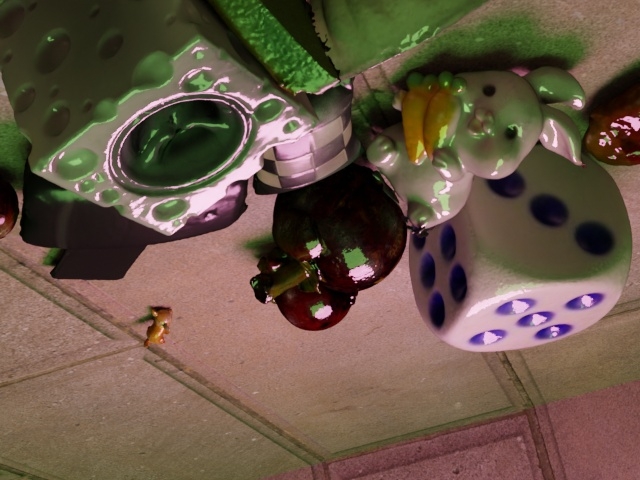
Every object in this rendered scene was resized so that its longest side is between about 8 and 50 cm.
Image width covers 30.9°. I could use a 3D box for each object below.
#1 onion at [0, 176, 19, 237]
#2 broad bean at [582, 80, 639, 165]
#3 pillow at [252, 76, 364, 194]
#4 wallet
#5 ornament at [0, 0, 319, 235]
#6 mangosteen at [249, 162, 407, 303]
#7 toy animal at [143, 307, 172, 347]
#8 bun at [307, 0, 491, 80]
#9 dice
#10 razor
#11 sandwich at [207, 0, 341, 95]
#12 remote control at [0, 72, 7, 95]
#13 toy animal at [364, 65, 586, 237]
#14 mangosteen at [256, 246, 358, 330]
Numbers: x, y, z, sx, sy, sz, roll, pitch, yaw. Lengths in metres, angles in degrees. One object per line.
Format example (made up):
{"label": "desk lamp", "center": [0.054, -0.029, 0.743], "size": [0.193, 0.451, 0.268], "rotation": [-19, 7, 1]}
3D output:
{"label": "onion", "center": [-0.503, -0.051, 1.714], "size": [0.117, 0.118, 0.118], "rotation": [-35, 176, -43]}
{"label": "broad bean", "center": [0.525, -0.190, 1.845], "size": [0.228, 0.122, 0.156], "rotation": [-34, 151, 33]}
{"label": "pillow", "center": [-0.028, -0.158, 1.681], "size": [0.186, 0.106, 0.250], "rotation": [-23, 157, -5]}
{"label": "wallet", "center": [-0.356, 0.000, 1.971], "size": [0.146, 0.030, 0.285], "rotation": [0, 152, -31]}
{"label": "ornament", "center": [-0.192, -0.191, 1.316], "size": [0.240, 0.240, 0.239], "rotation": [-35, 149, 17]}
{"label": "mangosteen", "center": [0.000, 0.000, 1.855], "size": [0.289, 0.231, 0.231], "rotation": [-40, 160, -14]}
{"label": "toy animal", "center": [-0.326, 0.171, 2.313], "size": [0.081, 0.060, 0.083], "rotation": [-41, 170, -22]}
{"label": "bun", "center": [0.080, -0.316, 1.339], "size": [0.263, 0.175, 0.263], "rotation": [-30, -168, 7]}
{"label": "dice", "center": [0.343, 0.019, 2.033], "size": [0.304, 0.277, 0.304], "rotation": [-5, 157, -18]}
{"label": "razor", "center": [-0.280, -0.069, 1.757], "size": [0.349, 0.113, 0.204], "rotation": [-4, 150, -16]}
{"label": "sandwich", "center": [-0.095, -0.279, 1.233], "size": [0.063, 0.245, 0.212], "rotation": [-37, 146, 23]}
{"label": "remote control", "center": [-0.333, -0.256, 1.427], "size": [0.250, 0.034, 0.103], "rotation": [-26, 152, 26]}
{"label": "toy animal", "center": [0.231, -0.152, 1.742], "size": [0.310, 0.183, 0.247], "rotation": [-36, 151, 33]}
{"label": "mangosteen", "center": [-0.028, 0.078, 2.140], "size": [0.200, 0.200, 0.200], "rotation": [-10, 155, -4]}
